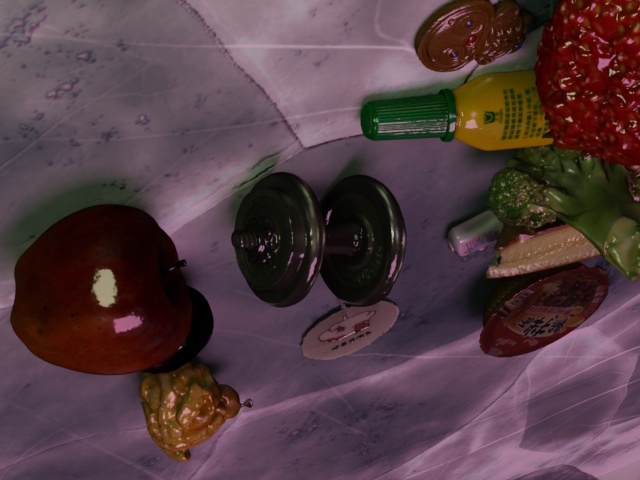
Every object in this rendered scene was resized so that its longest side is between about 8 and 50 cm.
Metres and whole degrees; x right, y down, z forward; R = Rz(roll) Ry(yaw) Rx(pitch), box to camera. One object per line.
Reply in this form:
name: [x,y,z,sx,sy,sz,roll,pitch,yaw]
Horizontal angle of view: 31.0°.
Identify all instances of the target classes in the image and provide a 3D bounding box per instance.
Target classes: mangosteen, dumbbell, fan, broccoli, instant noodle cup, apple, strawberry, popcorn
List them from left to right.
apple: [-0.280,0.064,1.496,0.234,0.234,0.234,-18,147,-12]
mangosteen: [-0.234,0.118,1.693,0.153,0.152,0.152,-18,147,-12]
popcorn: [-0.230,0.275,1.917,0.163,0.140,0.194,-44,155,12]
dumbbell: [0.000,0.000,1.624,0.290,0.192,0.192,0,140,-38]
fan: [0.043,0.127,2.005,0.191,0.009,0.329,-23,151,-3]
instant noodle cup: [0.397,0.105,2.151,0.274,0.090,0.274,-19,147,-13]
broccoli: [0.379,-0.094,1.714,0.254,0.302,0.186,6,114,16]
strawberry: [0.424,-0.257,1.470,0.292,0.292,0.343,-15,138,-17]

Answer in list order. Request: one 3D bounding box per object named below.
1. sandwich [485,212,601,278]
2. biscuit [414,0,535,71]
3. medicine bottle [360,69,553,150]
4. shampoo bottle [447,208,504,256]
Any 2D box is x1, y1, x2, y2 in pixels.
sandwich: [0.363,-0.022,1.886,0.236,0.128,0.122,-12,130,-18]
biscuit: [0.206,-0.273,1.530,0.175,0.026,0.124,-9,145,-25]
medicine bottle: [0.204,-0.178,1.614,0.309,0.076,0.111,-7,103,-21]
shampoo bottle: [0.258,-0.011,1.929,0.099,0.043,0.072,-26,151,2]
